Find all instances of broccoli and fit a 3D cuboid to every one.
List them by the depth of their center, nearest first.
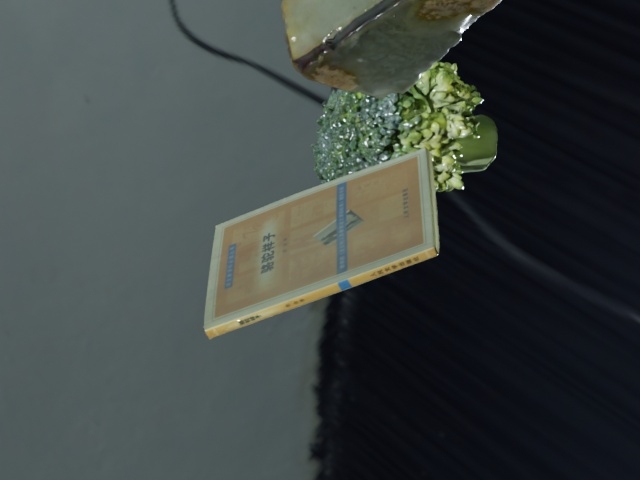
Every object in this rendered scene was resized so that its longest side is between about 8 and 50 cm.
[{"bbox_3d":[0.119,-0.142,1.859,0.243,0.247,0.263,1,124,-24],"label":"broccoli"}]

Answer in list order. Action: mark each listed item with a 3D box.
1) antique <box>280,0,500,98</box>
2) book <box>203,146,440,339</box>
[{"bbox_3d":[0.102,-0.279,1.537,0.150,0.125,0.284,15,142,-40],"label":"antique"},{"bbox_3d":[0.000,-0.001,1.387,0.242,0.170,0.018,-20,124,16],"label":"book"}]
